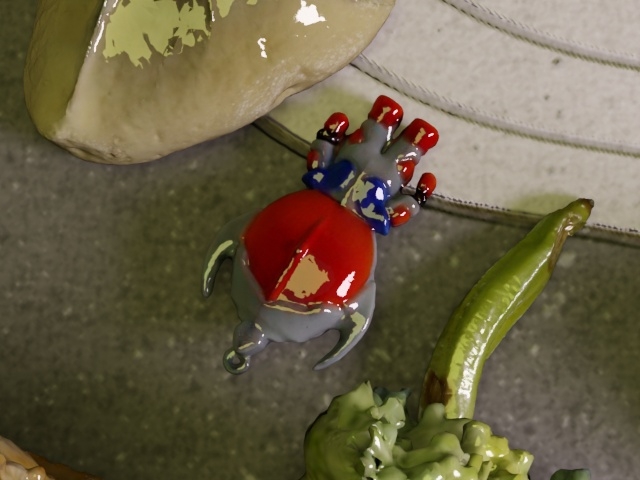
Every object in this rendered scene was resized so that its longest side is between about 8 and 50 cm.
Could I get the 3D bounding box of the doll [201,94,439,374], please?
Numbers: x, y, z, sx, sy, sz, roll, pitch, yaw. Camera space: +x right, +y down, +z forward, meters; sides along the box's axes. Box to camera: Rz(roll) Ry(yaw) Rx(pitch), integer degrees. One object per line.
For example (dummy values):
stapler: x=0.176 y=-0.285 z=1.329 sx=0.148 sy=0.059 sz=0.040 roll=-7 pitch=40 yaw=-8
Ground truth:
doll: x=-0.001 y=0.000 z=1.107 sx=0.104 sy=0.062 sz=0.195 roll=36 pitch=79 yaw=-8

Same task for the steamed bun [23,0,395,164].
steamed bun: x=-0.094 y=-0.142 z=1.111 sx=0.231 sy=0.110 sz=0.212 roll=30 pitch=87 yaw=12

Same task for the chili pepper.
chili pepper: x=0.099 y=0.058 z=1.096 sx=0.049 sy=0.043 sz=0.208 roll=23 pitch=85 yaw=21

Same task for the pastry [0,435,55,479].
pastry: x=-0.271 y=0.245 z=0.926 sx=0.245 sy=0.409 sz=0.410 roll=28 pitch=86 yaw=31

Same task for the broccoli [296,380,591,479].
broccoli: x=0.093 y=0.258 z=0.947 sx=0.347 sy=0.281 sz=0.293 roll=23 pitch=87 yaw=6

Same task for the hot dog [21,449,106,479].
hot dog: x=-0.200 y=0.147 z=1.114 sx=0.215 sy=0.047 sz=0.066 roll=14 pitch=121 yaw=9
